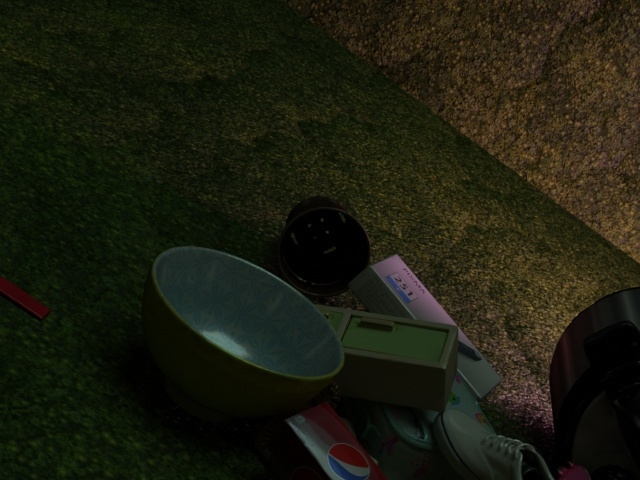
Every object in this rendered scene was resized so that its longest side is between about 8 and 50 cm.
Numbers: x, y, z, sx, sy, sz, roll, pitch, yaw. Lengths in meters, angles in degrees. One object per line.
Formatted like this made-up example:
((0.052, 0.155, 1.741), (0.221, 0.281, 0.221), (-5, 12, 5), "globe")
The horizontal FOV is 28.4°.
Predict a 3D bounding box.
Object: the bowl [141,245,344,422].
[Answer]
((-0.129, 0.154, 1.717), (0.289, 0.156, 0.289), (26, 21, -11), "bowl")

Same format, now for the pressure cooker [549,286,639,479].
((0.577, 0.309, 2.138), (0.369, 0.376, 0.420), (18, 20, 2), "pressure cooker")

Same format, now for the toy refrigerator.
((0.061, 0.164, 1.854), (0.269, 0.094, 0.102), (8, 36, 15), "toy refrigerator")

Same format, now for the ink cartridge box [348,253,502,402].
((0.204, 0.154, 2.242), (0.296, 0.066, 0.261), (50, 22, 9), "ink cartridge box")

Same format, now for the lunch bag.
((0.143, 0.267, 1.938), (0.224, 0.108, 0.279), (21, 23, -30), "lunch bag")

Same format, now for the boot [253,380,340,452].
((-0.052, 0.245, 1.762), (0.084, 0.059, 0.158), (5, 29, 41), "boot")

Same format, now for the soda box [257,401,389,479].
((0.041, 0.335, 1.579), (0.083, 0.092, 0.263), (-17, 59, -46), "soda box")

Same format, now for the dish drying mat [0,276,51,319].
((-0.404, 0.078, 1.702), (0.083, 0.008, 0.032), (34, 21, 2), "dish drying mat")

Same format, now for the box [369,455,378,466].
((0.013, 0.323, 1.712), (0.105, 0.043, 0.179), (34, 18, 2), "box")

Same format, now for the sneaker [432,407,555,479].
((0.263, 0.314, 1.762), (0.094, 0.091, 0.258), (-11, 46, -45), "sneaker")

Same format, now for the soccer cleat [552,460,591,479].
((0.348, 0.441, 1.866), (0.143, 0.116, 0.331), (47, 28, 12), "soccer cleat")

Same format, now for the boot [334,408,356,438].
((-0.005, 0.264, 1.834), (0.087, 0.042, 0.118), (11, 28, -34), "boot")

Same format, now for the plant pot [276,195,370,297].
((0.000, 0.000, 2.294), (0.167, 0.167, 0.165), (29, 12, -11), "plant pot")
